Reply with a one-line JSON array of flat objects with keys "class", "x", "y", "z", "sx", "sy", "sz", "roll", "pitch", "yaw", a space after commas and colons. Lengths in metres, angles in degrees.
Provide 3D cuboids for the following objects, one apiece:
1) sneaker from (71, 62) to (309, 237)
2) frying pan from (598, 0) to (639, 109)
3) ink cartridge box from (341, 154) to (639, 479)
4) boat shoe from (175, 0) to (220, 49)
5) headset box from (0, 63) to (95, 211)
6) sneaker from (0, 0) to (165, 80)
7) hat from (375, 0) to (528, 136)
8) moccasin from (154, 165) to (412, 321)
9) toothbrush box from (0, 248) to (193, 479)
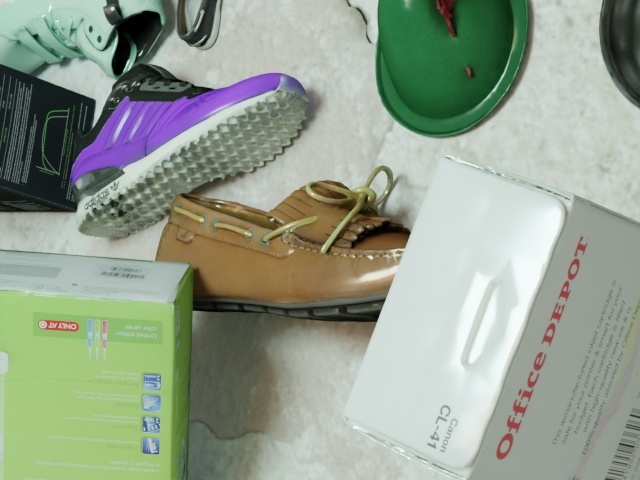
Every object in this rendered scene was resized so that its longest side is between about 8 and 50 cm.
[{"class": "sneaker", "x": -0.148, "y": -0.124, "z": 1.949, "sx": 0.293, "sy": 0.102, "sz": 0.146, "roll": -27, "pitch": 63, "yaw": 29}, {"class": "frying pan", "x": 0.379, "y": -0.218, "z": 1.608, "sx": 0.326, "sy": 0.053, "sz": 0.197, "roll": -28, "pitch": 64, "yaw": 26}, {"class": "ink cartridge box", "x": 0.181, "y": 0.080, "z": 1.517, "sx": 0.131, "sy": 0.306, "sz": 0.226, "roll": 21, "pitch": 91, "yaw": 38}, {"class": "boat shoe", "x": -0.127, "y": -0.261, "z": 2.009, "sx": 0.046, "sy": 0.038, "sz": 0.125, "roll": -1, "pitch": 78, "yaw": 37}, {"class": "headset box", "x": -0.428, "y": -0.120, "z": 2.045, "sx": 0.246, "sy": 0.283, "sz": 0.131, "roll": 0, "pitch": 79, "yaw": 38}, {"class": "sneaker", "x": -0.274, "y": -0.213, "z": 2.067, "sx": 0.256, "sy": 0.094, "sz": 0.151, "roll": -37, "pitch": 53, "yaw": 22}, {"class": "hat", "x": 0.073, "y": -0.216, "z": 1.753, "sx": 0.173, "sy": 0.183, "sz": 0.208, "roll": 2, "pitch": 80, "yaw": 38}, {"class": "moccasin", "x": 0.002, "y": 0.000, "z": 1.794, "sx": 0.380, "sy": 0.139, "sz": 0.147, "roll": 2, "pitch": 88, "yaw": 47}, {"class": "toothbrush box", "x": -0.230, "y": 0.163, "z": 1.805, "sx": 0.206, "sy": 0.122, "sz": 0.283, "roll": 3, "pitch": 107, "yaw": 4}]
